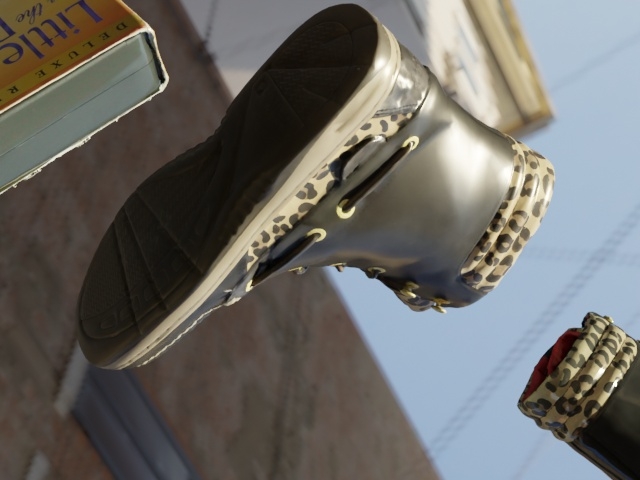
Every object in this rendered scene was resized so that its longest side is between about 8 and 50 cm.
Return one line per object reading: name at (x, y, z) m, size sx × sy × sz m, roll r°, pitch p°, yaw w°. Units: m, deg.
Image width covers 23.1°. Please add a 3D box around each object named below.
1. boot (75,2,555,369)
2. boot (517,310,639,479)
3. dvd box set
boot at (0.000, 0.000, 1.326) m, size 0.377 × 0.284 × 0.138 m, roll -48°, pitch -135°, yaw 17°
boot at (0.227, 0.101, 0.959) m, size 0.085 × 0.178 × 0.236 m, roll -53°, pitch 174°, yaw 32°
dvd box set at (-0.340, -0.153, 1.089) m, size 0.307 × 0.062 × 0.420 m, roll -35°, pitch -129°, yaw -15°
